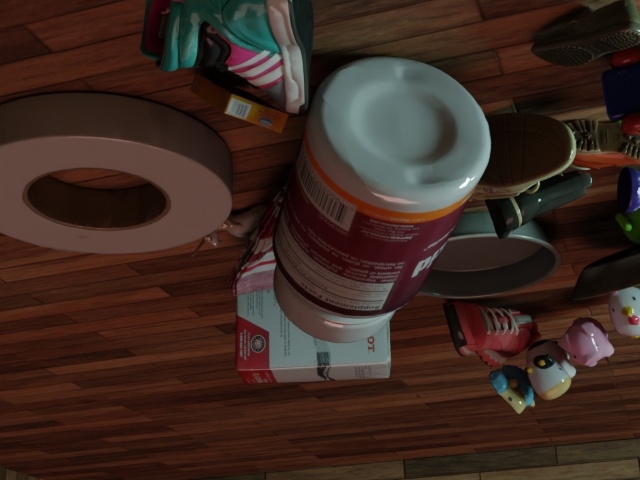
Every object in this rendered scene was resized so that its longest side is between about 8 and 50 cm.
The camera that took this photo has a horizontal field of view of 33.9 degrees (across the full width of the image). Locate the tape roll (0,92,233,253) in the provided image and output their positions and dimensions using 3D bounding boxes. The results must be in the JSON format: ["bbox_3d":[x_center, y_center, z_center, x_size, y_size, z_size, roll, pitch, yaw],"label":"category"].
[{"bbox_3d":[-0.318,-0.084,1.507,0.392,0.072,0.392,-1,157,-1],"label":"tape roll"}]

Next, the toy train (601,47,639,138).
[{"bbox_3d":[0.481,-0.187,1.288,0.248,0.105,0.143,-11,165,21],"label":"toy train"}]

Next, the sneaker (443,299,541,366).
[{"bbox_3d":[0.349,0.167,2.111,0.136,0.116,0.314,-24,156,22],"label":"sneaker"}]

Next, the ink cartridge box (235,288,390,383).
[{"bbox_3d":[-0.011,0.148,1.901,0.273,0.197,0.114,-3,158,5],"label":"ink cartridge box"}]

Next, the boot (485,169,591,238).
[{"bbox_3d":[0.322,-0.059,1.568,0.137,0.076,0.198,-22,-175,2],"label":"boot"}]

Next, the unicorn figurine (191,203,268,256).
[{"bbox_3d":[-0.118,-0.022,1.692,0.162,0.060,0.111,-34,143,25],"label":"unicorn figurine"}]

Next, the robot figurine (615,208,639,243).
[{"bbox_3d":[0.523,-0.035,1.669,0.101,0.067,0.115,0,157,-9],"label":"robot figurine"}]

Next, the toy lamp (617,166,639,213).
[{"bbox_3d":[0.590,-0.075,1.576,0.275,0.080,0.080,2,156,-2],"label":"toy lamp"}]

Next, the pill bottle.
[{"bbox_3d":[0.060,-0.034,1.384,0.224,0.224,0.392,3,147,-11],"label":"pill bottle"}]

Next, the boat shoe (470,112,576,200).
[{"bbox_3d":[0.234,-0.108,1.460,0.285,0.104,0.089,-7,166,41],"label":"boat shoe"}]

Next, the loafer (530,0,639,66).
[{"bbox_3d":[0.310,-0.240,1.214,0.056,0.050,0.148,24,162,-38],"label":"loafer"}]

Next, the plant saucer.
[{"bbox_3d":[0.553,0.025,1.707,0.311,0.050,0.310,-21,177,-1],"label":"plant saucer"}]

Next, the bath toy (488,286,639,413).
[{"bbox_3d":[0.500,0.203,2.056,0.348,0.151,0.129,-38,119,18],"label":"bath toy"}]

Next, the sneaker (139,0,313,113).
[{"bbox_3d":[-0.102,-0.219,1.145,0.178,0.123,0.295,3,163,5],"label":"sneaker"}]

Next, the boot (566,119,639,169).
[{"bbox_3d":[0.410,-0.128,1.470,0.158,0.059,0.084,7,160,3],"label":"boot"}]

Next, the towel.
[{"bbox_3d":[0.000,0.000,1.686,0.237,0.037,0.329,-6,155,-22],"label":"towel"}]

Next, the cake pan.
[{"bbox_3d":[0.265,0.027,1.815,0.293,0.054,0.293,-1,157,0],"label":"cake pan"}]

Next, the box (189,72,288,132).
[{"bbox_3d":[-0.104,-0.170,1.279,0.081,0.028,0.136,16,-170,-31],"label":"box"}]
